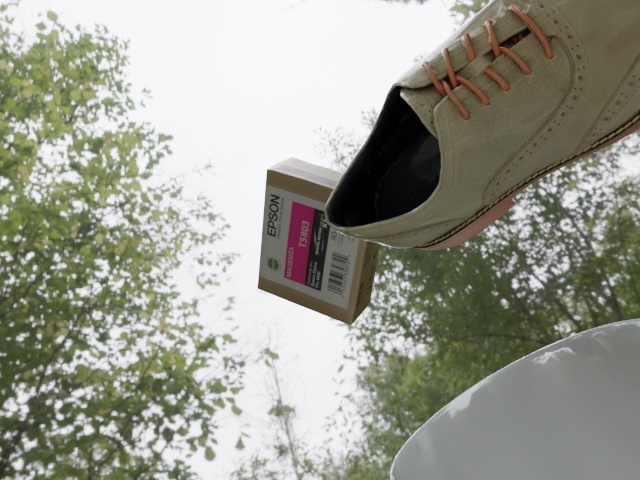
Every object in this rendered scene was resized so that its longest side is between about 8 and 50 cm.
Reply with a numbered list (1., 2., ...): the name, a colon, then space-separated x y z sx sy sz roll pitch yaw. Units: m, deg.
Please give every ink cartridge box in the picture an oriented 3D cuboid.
1. ink cartridge box: 0.000 0.000 0.916 0.088 0.193 0.234 -40 -38 -55

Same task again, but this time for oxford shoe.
1. oxford shoe: 0.148 -0.116 0.414 0.147 0.140 0.397 -6 -36 -41

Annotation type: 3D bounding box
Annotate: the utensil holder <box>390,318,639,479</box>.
1. utensil holder: 0.262 0.296 0.387 0.328 0.385 0.327 -15 -41 -13
